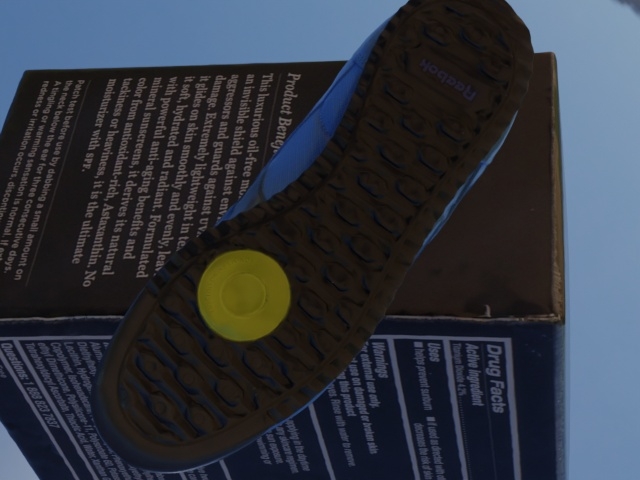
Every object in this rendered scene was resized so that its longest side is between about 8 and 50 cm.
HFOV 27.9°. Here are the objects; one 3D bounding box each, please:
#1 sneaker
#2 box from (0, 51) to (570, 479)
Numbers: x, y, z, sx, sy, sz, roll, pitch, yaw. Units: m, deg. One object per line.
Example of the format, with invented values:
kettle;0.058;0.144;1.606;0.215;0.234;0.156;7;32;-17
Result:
sneaker;0.000;0.000;0.468;0.069;0.209;0.082;39;168;2
box;-0.007;0.059;0.735;0.296;0.294;0.183;77;-162;-51
